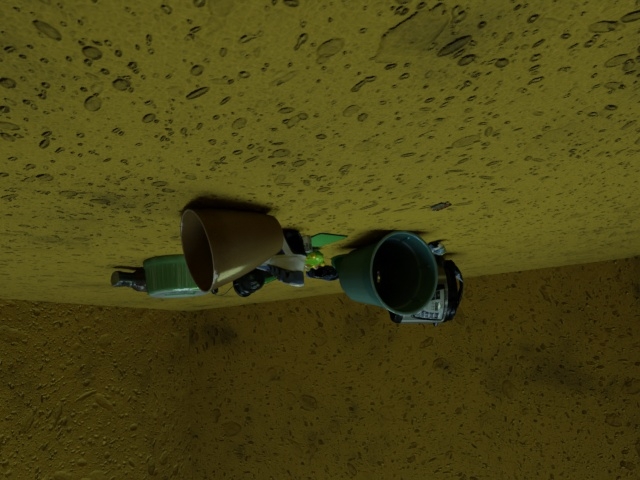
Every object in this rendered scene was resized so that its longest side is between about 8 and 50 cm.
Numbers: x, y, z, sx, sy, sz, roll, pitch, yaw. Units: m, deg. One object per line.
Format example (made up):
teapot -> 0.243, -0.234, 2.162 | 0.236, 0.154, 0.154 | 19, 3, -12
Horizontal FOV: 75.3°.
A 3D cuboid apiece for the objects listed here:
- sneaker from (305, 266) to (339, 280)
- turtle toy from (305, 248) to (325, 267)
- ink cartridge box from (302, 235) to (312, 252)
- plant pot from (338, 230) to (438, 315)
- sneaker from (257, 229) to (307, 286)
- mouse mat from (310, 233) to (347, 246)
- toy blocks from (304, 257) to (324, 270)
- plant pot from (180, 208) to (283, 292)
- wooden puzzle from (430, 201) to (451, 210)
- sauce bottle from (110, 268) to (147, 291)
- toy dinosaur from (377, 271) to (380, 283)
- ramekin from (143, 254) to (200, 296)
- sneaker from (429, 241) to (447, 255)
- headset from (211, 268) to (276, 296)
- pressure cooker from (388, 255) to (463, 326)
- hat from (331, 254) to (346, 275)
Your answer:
sneaker -> 0.036, 0.187, 2.353 | 0.232, 0.081, 0.090 | 2, 172, -25
turtle toy -> -0.040, 0.075, 1.874 | 0.130, 0.066, 0.095 | -11, 143, 32
ink cartridge box -> -0.086, 0.024, 1.647 | 0.115, 0.063, 0.029 | -15, 165, 35
plant pot -> 0.265, 0.145, 1.808 | 0.341, 0.341, 0.334 | 1, 174, -28
sneaker -> -0.153, 0.038, 1.559 | 0.315, 0.182, 0.127 | 22, -175, 40
mouse mat -> 0.000, 0.000, 1.707 | 0.152, 0.007, 0.189 | 6, 164, -40
toy blocks -> -0.029, 0.112, 2.065 | 0.148, 0.054, 0.123 | -14, 163, 32
plant pot -> -0.245, 0.007, 1.220 | 0.254, 0.237, 0.237 | -13, 173, -35
wooden puzzle -> 0.403, -0.114, 1.387 | 0.049, 0.006, 0.083 | 2, 165, -30
sauce bottle -> -0.805, 0.190, 1.958 | 0.111, 0.111, 0.344 | -14, 163, 31
toy dinosaur -> 0.378, 0.224, 2.170 | 0.295, 0.200, 0.127 | -35, 171, 28
ramekin -> -0.624, 0.167, 1.842 | 0.303, 0.148, 0.303 | -5, 167, -1
sneaker -> 0.543, 0.033, 1.987 | 0.053, 0.059, 0.144 | -33, -164, -23
headset -> -0.385, 0.189, 2.165 | 0.394, 0.185, 0.243 | -16, 169, -31
pressure cooker -> 0.604, 0.285, 2.373 | 0.420, 0.376, 0.370 | 0, 156, -2
hat -> 0.120, 0.192, 2.068 | 0.173, 0.184, 0.208 | 26, 148, -12
